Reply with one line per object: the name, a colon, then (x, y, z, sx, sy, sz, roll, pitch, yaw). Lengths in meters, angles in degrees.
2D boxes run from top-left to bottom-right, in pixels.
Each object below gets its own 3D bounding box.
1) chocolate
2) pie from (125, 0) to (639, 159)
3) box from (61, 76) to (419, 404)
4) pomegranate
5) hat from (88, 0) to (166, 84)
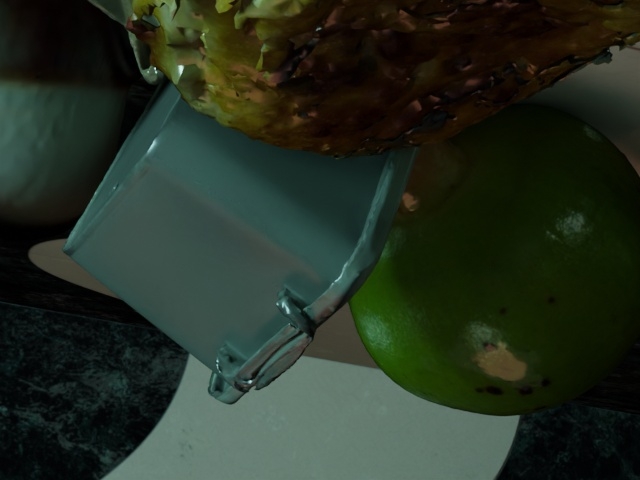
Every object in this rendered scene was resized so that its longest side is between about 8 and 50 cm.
chocolate: (-0.241, -0.092, 0.955, 0.283, 0.186, 0.283, 8, 172, 1)
pie: (0.059, -0.118, 0.722, 0.308, 0.085, 0.308, -10, 166, -2)
box: (-0.039, -0.045, 0.899, 0.135, 0.243, 0.163, 35, 133, -13)
pomegranate: (0.107, -0.013, 1.109, 0.236, 0.236, 0.302, -4, 137, 49)
hat: (-0.075, -0.178, 0.769, 0.147, 0.085, 0.175, -32, 126, 26)
